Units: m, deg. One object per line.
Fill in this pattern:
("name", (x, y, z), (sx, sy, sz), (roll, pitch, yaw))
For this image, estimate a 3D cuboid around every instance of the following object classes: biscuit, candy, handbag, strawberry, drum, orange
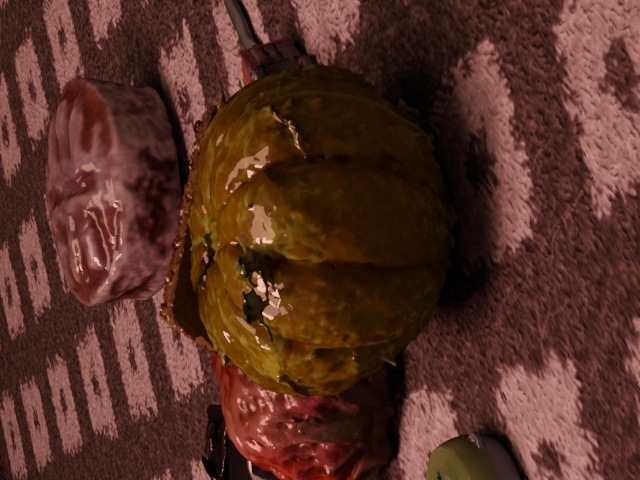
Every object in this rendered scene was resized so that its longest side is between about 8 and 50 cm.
("biscuit", (-0.093, -0.003, 1.800), (0.025, 0.131, 0.231), (-7, 60, 35))
("candy", (-0.259, -0.062, 2.384), (0.214, 0.157, 0.289), (-18, 76, 54))
("handbag", (-0.077, 0.280, 2.171), (0.254, 0.088, 0.211), (155, 102, -72))
("strawberry", (-0.046, 0.108, 1.931), (0.336, 0.149, 0.265), (-127, 32, -51))
("drum", (0.164, 0.239, 1.588), (0.253, 0.049, 0.130), (-156, 58, -65))
("orange", (0.000, 0.000, 1.667), (0.301, 0.223, 0.300), (121, 148, -61))

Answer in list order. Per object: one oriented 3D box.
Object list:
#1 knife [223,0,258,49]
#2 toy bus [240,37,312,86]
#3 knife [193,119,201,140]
("knife", (-0.071, -0.204, 2.033), (0.210, 0.015, 0.028), (65, 149, 32))
("toy bus", (-0.022, -0.126, 1.883), (0.077, 0.065, 0.192), (86, 161, -46))
("knife", (-0.135, -0.061, 2.265), (0.023, 0.010, 0.170), (-175, 74, -68))
